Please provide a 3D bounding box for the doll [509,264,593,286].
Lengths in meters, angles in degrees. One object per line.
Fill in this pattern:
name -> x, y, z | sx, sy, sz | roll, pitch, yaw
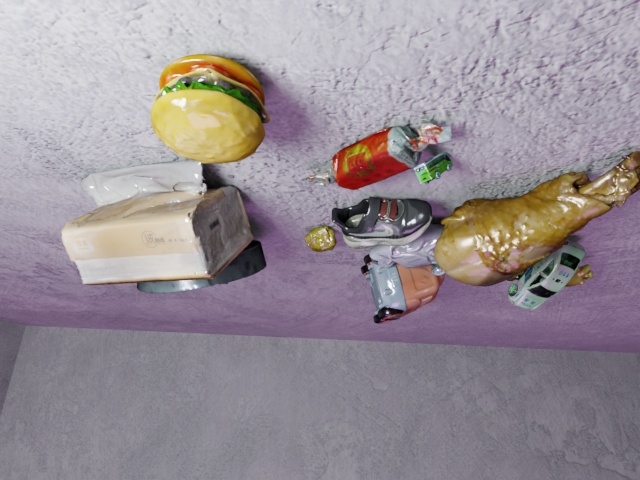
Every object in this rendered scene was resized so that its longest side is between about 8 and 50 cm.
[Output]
doll -> 0.603, 0.079, 1.231 | 0.291, 0.086, 0.117 | 7, 149, -4

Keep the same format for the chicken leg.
chicken leg -> 0.443, -0.040, 0.895 | 0.295, 0.182, 0.409 | 10, 144, -43

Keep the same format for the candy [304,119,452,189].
candy -> 0.089, -0.138, 0.766 | 0.086, 0.059, 0.292 | 19, 155, -40

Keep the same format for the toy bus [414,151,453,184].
toy bus -> 0.196, -0.125, 0.768 | 0.083, 0.037, 0.031 | -33, -174, -41

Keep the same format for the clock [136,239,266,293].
clock -> -0.296, 0.057, 1.116 | 0.319, 0.066, 0.319 | -7, -171, 1

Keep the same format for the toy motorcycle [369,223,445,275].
toy motorcycle -> 0.235, 0.003, 1.067 | 0.260, 0.110, 0.171 | -11, 144, 21

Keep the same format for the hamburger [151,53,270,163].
hamburger -> -0.150, -0.177, 0.614 | 0.162, 0.115, 0.162 | 1, 161, 0

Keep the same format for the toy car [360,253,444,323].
toy car -> 0.241, 0.123, 1.275 | 0.212, 0.180, 0.270 | -13, 163, -3

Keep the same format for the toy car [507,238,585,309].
toy car -> 0.584, 0.096, 1.150 | 0.090, 0.076, 0.224 | 21, 116, -14

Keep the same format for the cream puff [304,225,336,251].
cream puff -> 0.000, 0.000, 1.138 | 0.083, 0.058, 0.083 | 4, 157, 1

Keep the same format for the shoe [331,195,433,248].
shoe -> 0.123, -0.047, 0.961 | 0.227, 0.099, 0.112 | -14, 146, 39

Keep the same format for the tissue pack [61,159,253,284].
tissue pack -> -0.333, -0.047, 0.911 | 0.306, 0.238, 0.238 | -4, 158, 19
